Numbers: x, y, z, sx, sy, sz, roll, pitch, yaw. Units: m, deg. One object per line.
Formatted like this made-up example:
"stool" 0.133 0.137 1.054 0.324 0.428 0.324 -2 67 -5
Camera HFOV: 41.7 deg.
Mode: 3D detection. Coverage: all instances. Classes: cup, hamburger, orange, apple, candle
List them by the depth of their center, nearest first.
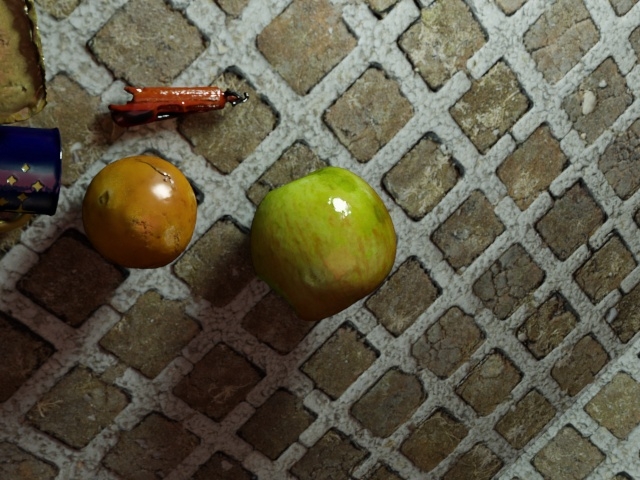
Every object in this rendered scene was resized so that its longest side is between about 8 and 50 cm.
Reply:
"hamburger" -0.624 -0.359 1.469 0.277 0.195 0.317 -13 126 -26
"cup" -0.646 -0.102 1.620 0.256 0.178 0.254 2 113 -25
"orange" -0.374 -0.058 1.744 0.240 0.240 0.239 -12 120 -21
"candle" -0.294 -0.288 1.770 0.302 0.059 0.084 -8 130 -21
"apple" 0.000 0.000 1.908 0.340 0.339 0.339 -12 120 -21
